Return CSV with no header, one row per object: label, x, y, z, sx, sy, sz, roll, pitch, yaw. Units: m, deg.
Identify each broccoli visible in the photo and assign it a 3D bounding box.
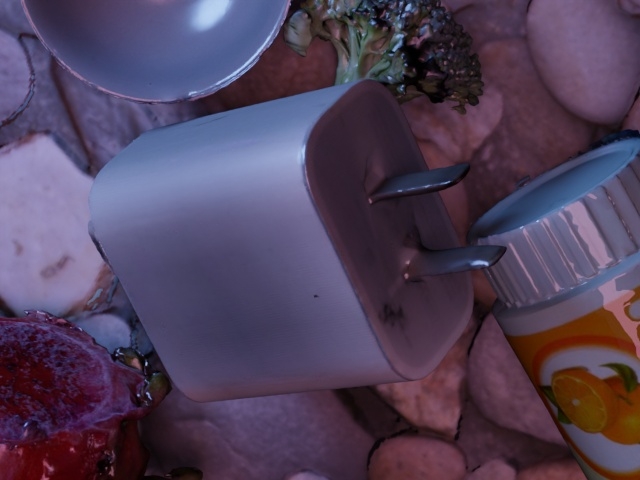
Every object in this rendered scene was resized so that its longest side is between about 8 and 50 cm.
broccoli,0.022,-0.088,1.230,0.118,0.122,0.204,51,122,24

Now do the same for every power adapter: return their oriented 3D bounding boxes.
power adapter,0.000,0.000,1.167,0.255,0.124,0.187,-11,115,37

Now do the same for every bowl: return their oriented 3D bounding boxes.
bowl,-0.105,-0.190,1.216,0.189,0.086,0.189,1,102,4

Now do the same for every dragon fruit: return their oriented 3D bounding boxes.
dragon fruit,-0.216,0.129,1.237,0.282,0.211,0.147,-7,109,-23

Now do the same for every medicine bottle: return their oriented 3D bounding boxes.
medicine bottle,0.233,0.096,1.222,0.158,0.158,0.318,-30,98,8
